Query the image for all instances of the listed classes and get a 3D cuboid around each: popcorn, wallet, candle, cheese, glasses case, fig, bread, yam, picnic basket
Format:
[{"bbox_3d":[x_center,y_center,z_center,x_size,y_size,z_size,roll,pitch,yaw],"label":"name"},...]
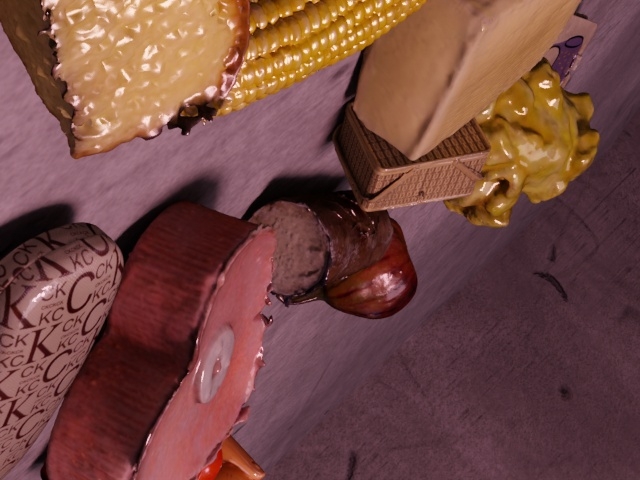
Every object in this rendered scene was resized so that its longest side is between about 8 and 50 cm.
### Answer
[{"bbox_3d":[0.225,-0.148,1.532,0.242,0.235,0.250,-53,130,-4],"label":"popcorn"},{"bbox_3d":[0.319,-0.239,1.850,0.274,0.068,0.335,-26,154,-52],"label":"wallet"},{"bbox_3d":[-0.148,0.120,1.178,0.317,0.131,0.287,-67,162,-5],"label":"candle"},{"bbox_3d":[0.178,-0.245,1.262,0.265,0.124,0.242,-39,169,-34],"label":"cheese"},{"bbox_3d":[-0.277,0.123,0.993,0.137,0.085,0.355,-30,159,-55],"label":"glasses case"},{"bbox_3d":[0.066,0.059,1.739,0.202,0.149,0.148,-55,149,-3],"label":"fig"},{"bbox_3d":[-0.113,-0.162,0.570,0.129,0.134,0.260,-31,158,-17],"label":"bread"},{"bbox_3d":[-0.001,-0.002,1.432,0.131,0.131,0.279,-50,169,16],"label":"yam"},{"bbox_3d":[0.106,-0.108,1.346,0.164,0.115,0.079,-11,145,-20],"label":"picnic basket"}]

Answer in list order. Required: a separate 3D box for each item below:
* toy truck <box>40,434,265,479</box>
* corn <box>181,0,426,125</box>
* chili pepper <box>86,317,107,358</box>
[{"bbox_3d":[-0.189,0.297,1.450,0.189,0.239,0.265,-48,167,4],"label":"toy truck"},{"bbox_3d":[-0.012,-0.190,0.867,0.305,0.122,0.123,-35,-170,-34],"label":"corn"},{"bbox_3d":[-0.234,0.105,1.193,0.049,0.043,0.208,-24,-179,43],"label":"chili pepper"}]
